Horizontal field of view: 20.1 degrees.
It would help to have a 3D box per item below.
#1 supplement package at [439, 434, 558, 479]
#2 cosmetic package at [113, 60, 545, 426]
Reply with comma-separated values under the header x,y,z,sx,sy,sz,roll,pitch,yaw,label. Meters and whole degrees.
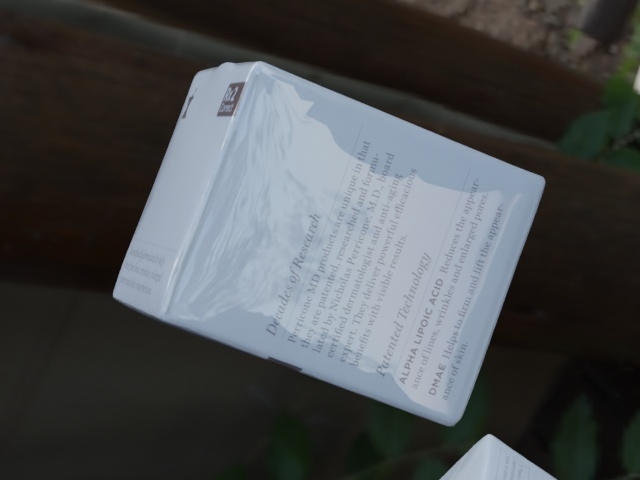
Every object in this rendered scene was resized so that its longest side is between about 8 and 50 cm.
x,y,z,sx,sy,sz,roll,pitch,yaw,label
0.104,0.186,0.742,0.105,0.179,0.105,-50,10,31,supplement package
0.000,0.000,1.042,0.151,0.183,0.151,-70,16,-3,cosmetic package
